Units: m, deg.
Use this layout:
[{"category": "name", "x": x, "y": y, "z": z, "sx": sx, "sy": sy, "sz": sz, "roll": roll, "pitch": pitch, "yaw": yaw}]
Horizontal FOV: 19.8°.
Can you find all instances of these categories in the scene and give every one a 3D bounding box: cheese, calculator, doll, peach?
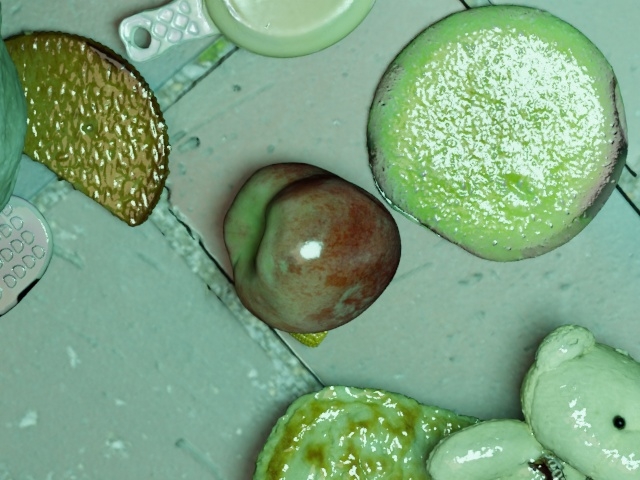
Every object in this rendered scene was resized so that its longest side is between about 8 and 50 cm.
[{"category": "cheese", "x": -0.063, "y": -0.209, "z": 1.558, "sx": 0.227, "sy": 0.064, "sz": 0.137, "roll": -21, "pitch": 97, "yaw": 8}, {"category": "calculator", "x": -0.313, "y": 0.025, "z": 1.637, "sx": 0.166, "sy": 0.024, "sz": 0.103, "roll": -35, "pitch": 98, "yaw": 7}, {"category": "doll", "x": 0.194, "y": 0.218, "z": 1.548, "sx": 0.149, "sy": 0.175, "sz": 0.278, "roll": 37, "pitch": 91, "yaw": 40}, {"category": "peach", "x": 0.000, "y": 0.000, "z": 1.555, "sx": 0.152, "sy": 0.152, "sz": 0.152, "roll": 1, "pitch": 101, "yaw": 3}]

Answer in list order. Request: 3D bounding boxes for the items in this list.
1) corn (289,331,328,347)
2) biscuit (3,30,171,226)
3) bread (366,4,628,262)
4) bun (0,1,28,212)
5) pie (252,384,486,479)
[{"category": "corn", "x": -0.030, "y": 0.057, "z": 1.620, "sx": 0.092, "sy": 0.037, "sz": 0.037, "roll": 43, "pitch": 100, "yaw": -7}, {"category": "biscuit", "x": -0.210, "y": -0.112, "z": 1.603, "sx": 0.206, "sy": 0.025, "sz": 0.126, "roll": 37, "pitch": 101, "yaw": -4}, {"category": "bread", "x": 0.154, "y": -0.089, "z": 1.583, "sx": 0.228, "sy": 0.033, "sz": 0.228, "roll": 0, "pitch": 101, "yaw": 2}, {"category": "bun", "x": -0.388, "y": -0.148, "z": 1.472, "sx": 0.362, "sy": 0.362, "sz": 0.211, "roll": 37, "pitch": 64, "yaw": -4}, {"category": "pie", "x": 0.056, "y": 0.236, "z": 1.611, "sx": 0.248, "sy": 0.090, "sz": 0.201, "roll": 18, "pitch": 85, "yaw": -13}]
